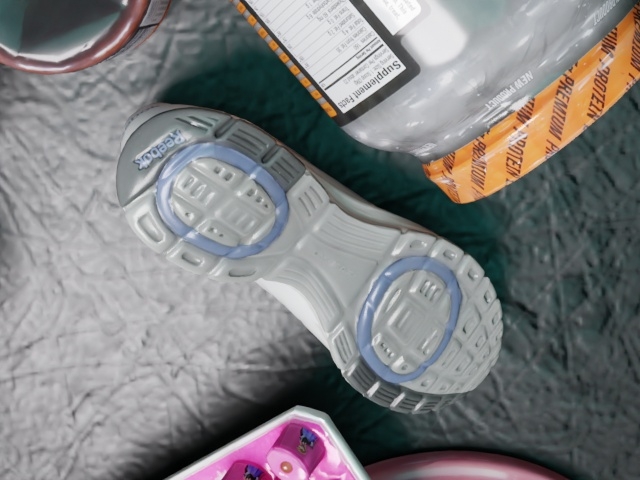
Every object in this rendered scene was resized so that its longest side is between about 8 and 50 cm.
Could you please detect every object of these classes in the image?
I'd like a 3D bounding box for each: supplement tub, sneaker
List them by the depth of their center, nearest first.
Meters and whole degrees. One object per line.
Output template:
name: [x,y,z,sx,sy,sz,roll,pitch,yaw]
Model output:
supplement tub: [0.028,-0.185,0.632,0.193,0.193,0.316,-41,99,6]
supplement tub: [-0.135,-0.149,0.655,0.106,0.198,0.106,-1,102,-3]
sneaker: [0.000,0.000,0.738,0.297,0.129,0.111,39,96,-27]

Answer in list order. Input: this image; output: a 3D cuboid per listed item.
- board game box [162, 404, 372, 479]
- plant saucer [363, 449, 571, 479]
board game box: [-0.058,0.354,0.758,0.390,0.050,0.390,-32,93,21]
plant saucer: [0.090,0.313,0.812,0.332,0.084,0.332,0,102,-1]
